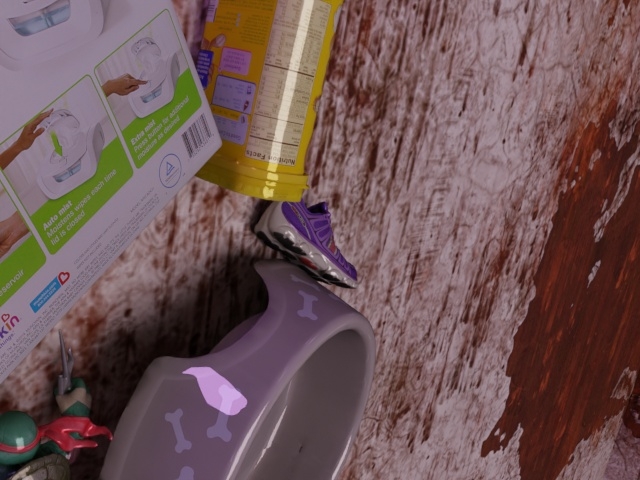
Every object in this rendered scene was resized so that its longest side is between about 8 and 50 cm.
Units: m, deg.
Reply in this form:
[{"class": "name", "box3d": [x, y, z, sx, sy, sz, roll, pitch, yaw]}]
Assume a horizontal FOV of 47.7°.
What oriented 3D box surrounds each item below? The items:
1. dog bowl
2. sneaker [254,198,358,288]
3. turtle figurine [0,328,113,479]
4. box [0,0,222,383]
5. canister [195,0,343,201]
[{"class": "dog bowl", "box3d": [-0.059, 0.195, 0.710, 0.349, 0.102, 0.348, -48, 150, -39]}, {"class": "sneaker", "box3d": [0.000, 0.000, 0.776, 0.170, 0.068, 0.071, 47, 62, -51]}, {"class": "turtle figurine", "box3d": [-0.248, 0.191, 0.560, 0.175, 0.118, 0.234, -10, 124, -40]}, {"class": "box", "box3d": [-0.199, -0.080, 0.406, 0.262, 0.127, 0.231, -56, 143, -37]}, {"class": "canister", "box3d": [-0.052, -0.129, 0.599, 0.073, 0.126, 0.169, 1, 107, -49]}]
